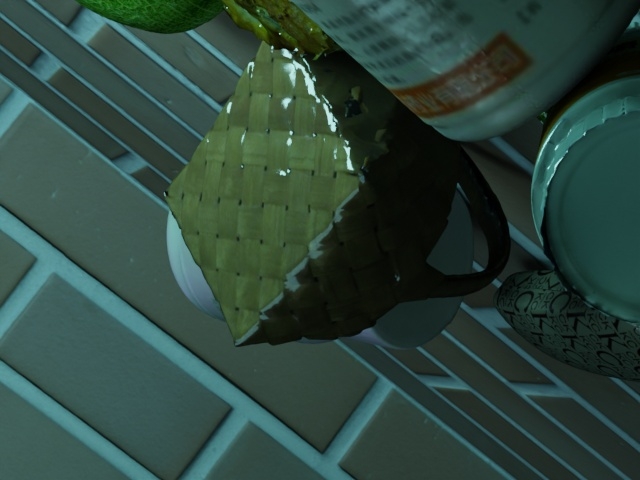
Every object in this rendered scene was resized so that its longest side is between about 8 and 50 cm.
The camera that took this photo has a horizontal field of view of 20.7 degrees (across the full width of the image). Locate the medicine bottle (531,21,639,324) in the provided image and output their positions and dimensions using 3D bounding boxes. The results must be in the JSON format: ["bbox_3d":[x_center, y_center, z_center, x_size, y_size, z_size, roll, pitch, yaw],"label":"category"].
[{"bbox_3d":[0.228,-0.054,1.204,0.158,0.158,0.318,37,-162,-2],"label":"medicine bottle"}]

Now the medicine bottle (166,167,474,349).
[{"bbox_3d":[0.000,0.000,2.142,0.325,0.256,0.256,11,154,43],"label":"medicine bottle"}]

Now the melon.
[{"bbox_3d":[-0.192,-0.297,1.861,0.196,0.124,0.323,35,172,-35],"label":"melon"}]

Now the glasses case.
[{"bbox_3d":[0.320,0.098,2.022,0.137,0.085,0.355,39,168,-19],"label":"glasses case"}]

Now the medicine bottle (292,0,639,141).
[{"bbox_3d":[0.033,-0.254,1.173,0.371,0.211,0.211,41,167,-21],"label":"medicine bottle"}]

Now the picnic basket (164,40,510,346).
[{"bbox_3d":[0.054,-0.056,1.791,0.293,0.337,0.337,63,-176,32],"label":"picnic basket"}]

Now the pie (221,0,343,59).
[{"bbox_3d":[-0.086,-0.303,1.548,0.354,0.103,0.288,50,168,3],"label":"pie"}]

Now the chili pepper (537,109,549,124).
[{"bbox_3d":[0.292,-0.061,1.550,0.359,0.076,0.085,38,-167,-9],"label":"chili pepper"}]
